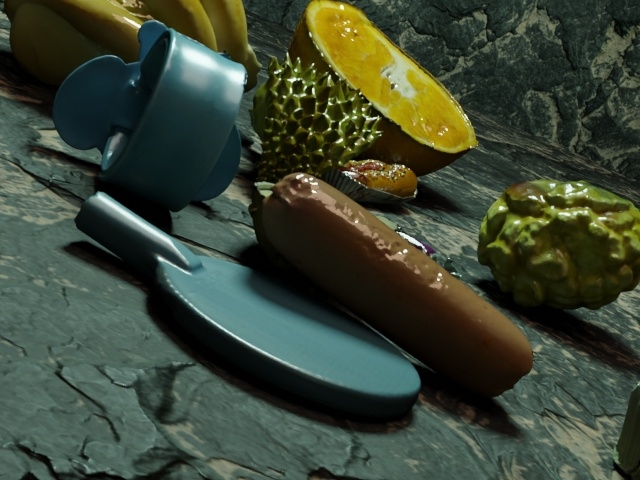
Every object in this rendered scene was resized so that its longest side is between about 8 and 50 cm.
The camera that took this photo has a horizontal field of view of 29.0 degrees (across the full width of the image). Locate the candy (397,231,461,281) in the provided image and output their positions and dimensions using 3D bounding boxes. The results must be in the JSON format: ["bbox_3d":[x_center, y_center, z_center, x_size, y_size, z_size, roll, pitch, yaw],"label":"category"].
[{"bbox_3d":[0.093,0.010,1.468,0.175,0.045,0.043,30,-19,25],"label":"candy"}]

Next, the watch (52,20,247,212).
[{"bbox_3d":[-0.154,-0.132,1.270,0.211,0.211,0.193,19,-3,-20],"label":"watch"}]

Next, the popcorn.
[{"bbox_3d":[0.309,0.008,1.565,0.218,0.169,0.189,7,5,8],"label":"popcorn"}]

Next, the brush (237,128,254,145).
[{"bbox_3d":[-0.171,-0.185,1.786,0.193,0.016,0.063,36,17,36],"label":"brush"}]

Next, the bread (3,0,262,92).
[{"bbox_3d":[-0.257,-0.292,1.588,0.315,0.211,0.270,23,23,38],"label":"bread"}]

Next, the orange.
[{"bbox_3d":[0.082,-0.236,1.928,0.310,0.274,0.274,66,-7,-28],"label":"orange"}]

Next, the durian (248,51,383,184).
[{"bbox_3d":[-0.022,-0.146,1.606,0.172,0.166,0.306,23,13,-19],"label":"durian"}]

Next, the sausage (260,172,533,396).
[{"bbox_3d":[0.067,0.042,1.134,0.289,0.086,0.086,36,14,-2],"label":"sausage"}]

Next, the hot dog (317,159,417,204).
[{"bbox_3d":[0.064,-0.088,1.750,0.108,0.059,0.191,28,17,32],"label":"hot dog"}]

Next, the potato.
[{"bbox_3d":[0.000,0.000,1.277,0.164,0.081,0.200,18,10,11],"label":"potato"}]

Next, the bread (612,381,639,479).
[{"bbox_3d":[0.381,0.192,1.143,0.192,0.110,0.210,31,15,28],"label":"bread"}]

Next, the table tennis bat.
[{"bbox_3d":[-0.063,0.055,1.050,0.329,0.044,0.215,29,15,10],"label":"table tennis bat"}]
